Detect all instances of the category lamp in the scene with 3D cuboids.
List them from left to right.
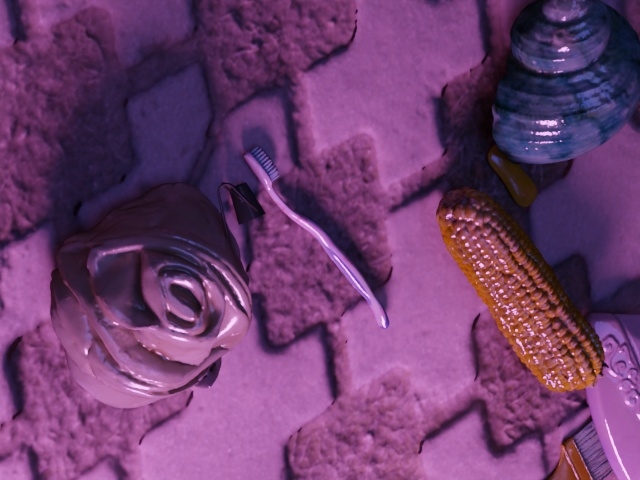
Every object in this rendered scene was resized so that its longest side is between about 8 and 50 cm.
[{"bbox_3d":[-0.086,-0.042,1.430,0.041,0.121,0.054,-23,96,4],"label":"lamp"}]

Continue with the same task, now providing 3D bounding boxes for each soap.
[{"bbox_3d":[0.229,-0.078,1.615,0.034,0.012,0.089,-43,112,-13],"label":"soap"}]

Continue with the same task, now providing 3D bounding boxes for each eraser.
[{"bbox_3d":[0.421,0.211,1.708,0.204,0.059,0.243,0,90,-26],"label":"eraser"}]

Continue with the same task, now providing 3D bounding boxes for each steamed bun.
[{"bbox_3d":[-0.161,0.067,1.390,0.218,0.144,0.211,-27,107,-18],"label":"steamed bun"}]

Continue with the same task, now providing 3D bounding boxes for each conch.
[{"bbox_3d":[0.284,-0.198,1.554,0.196,0.134,0.202,-32,112,-30],"label":"conch"}]

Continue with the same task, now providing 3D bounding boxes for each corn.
[{"bbox_3d":[0.230,0.058,1.587,0.101,0.101,0.292,-44,110,-13],"label":"corn"}]

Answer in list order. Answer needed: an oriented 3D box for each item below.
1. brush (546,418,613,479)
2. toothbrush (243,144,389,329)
[{"bbox_3d":[0.280,0.314,1.692,0.218,0.010,0.083,-35,109,-16],"label":"brush"},{"bbox_3d":[0.000,0.000,1.521,0.027,0.021,0.269,-41,112,-8],"label":"toothbrush"}]
